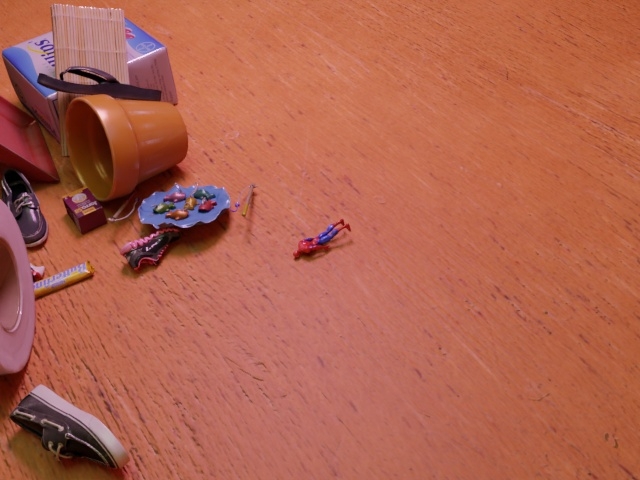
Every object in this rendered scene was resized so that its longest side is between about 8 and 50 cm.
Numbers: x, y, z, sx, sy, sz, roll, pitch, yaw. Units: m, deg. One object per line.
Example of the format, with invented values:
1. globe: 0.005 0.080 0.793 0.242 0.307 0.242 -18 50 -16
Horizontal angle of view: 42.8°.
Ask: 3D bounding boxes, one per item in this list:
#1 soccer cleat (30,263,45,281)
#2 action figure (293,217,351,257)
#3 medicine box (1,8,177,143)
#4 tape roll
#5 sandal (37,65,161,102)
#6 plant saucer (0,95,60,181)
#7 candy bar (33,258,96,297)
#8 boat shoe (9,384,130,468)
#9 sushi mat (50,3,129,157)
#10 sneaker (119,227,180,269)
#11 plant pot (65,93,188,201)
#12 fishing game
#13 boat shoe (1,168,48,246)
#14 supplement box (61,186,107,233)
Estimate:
1. soccer cleat: -0.543 0.055 1.488 0.083 0.029 0.036 7 36 8
2. action figure: 0.000 0.000 1.488 0.115 0.030 0.038 -27 42 -15
3. medicine box: -0.518 -0.369 1.845 0.289 0.149 0.263 -30 48 -25
4. tape roll: -0.540 0.075 1.278 0.100 0.286 0.286 -7 43 -3
5. sandal: -0.445 -0.318 1.648 0.254 0.055 0.097 0 10 -38
6. plant saucer: -0.675 -0.238 1.684 0.047 0.259 0.258 -43 47 7
7. candy bar: -0.482 0.076 1.464 0.161 0.018 0.040 -23 46 -17
8. boat shoe: -0.368 0.287 1.192 0.219 0.078 0.070 19 47 34
9. sushi mat: -0.471 -0.327 1.696 0.151 0.317 0.019 -5 2 -28
10. sneaker: -0.304 0.018 1.497 0.119 0.047 0.057 -25 78 -30
11. plant pot: -0.377 -0.198 1.631 0.187 0.205 0.205 -20 43 -36
12. fishing game: -0.262 -0.074 1.558 0.263 0.041 0.189 -1 28 9
13. boat shoe: -0.584 -0.066 1.590 0.075 0.065 0.206 -21 45 -16
14. supplement box: -0.459 -0.060 1.587 0.055 0.043 0.083 -27 48 -24
